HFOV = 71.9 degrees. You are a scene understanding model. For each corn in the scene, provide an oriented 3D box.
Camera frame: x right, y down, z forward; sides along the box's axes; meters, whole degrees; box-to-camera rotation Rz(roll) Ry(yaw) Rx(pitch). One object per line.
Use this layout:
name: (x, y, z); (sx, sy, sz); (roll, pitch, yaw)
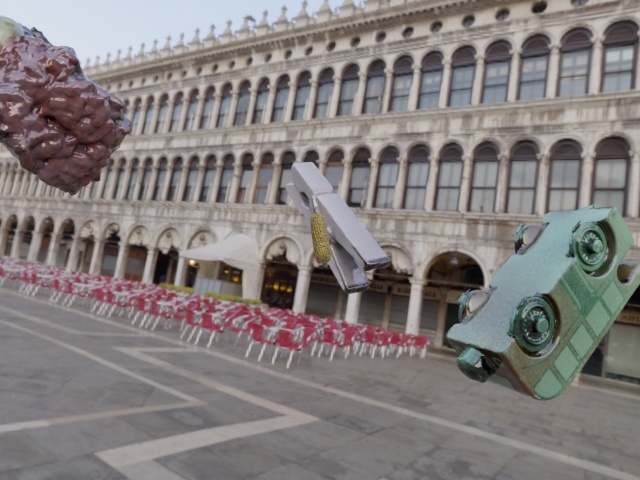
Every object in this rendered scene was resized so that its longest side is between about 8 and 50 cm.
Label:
corn: (0.000, 0.000, 0.675); (0.027, 0.083, 0.028); (-9, -1, -3)

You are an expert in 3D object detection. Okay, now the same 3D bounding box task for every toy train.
toy train: (0.321, 0.090, 0.635); (0.159, 0.326, 0.129); (51, -19, -12)

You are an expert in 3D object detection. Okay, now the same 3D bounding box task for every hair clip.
hair clip: (0.026, -0.040, 0.989); (0.085, 0.331, 0.101); (-12, -36, -30)

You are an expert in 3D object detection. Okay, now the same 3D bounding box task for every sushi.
sushi: (-0.403, -0.201, 0.627); (0.270, 0.171, 0.236); (35, -13, 37)
